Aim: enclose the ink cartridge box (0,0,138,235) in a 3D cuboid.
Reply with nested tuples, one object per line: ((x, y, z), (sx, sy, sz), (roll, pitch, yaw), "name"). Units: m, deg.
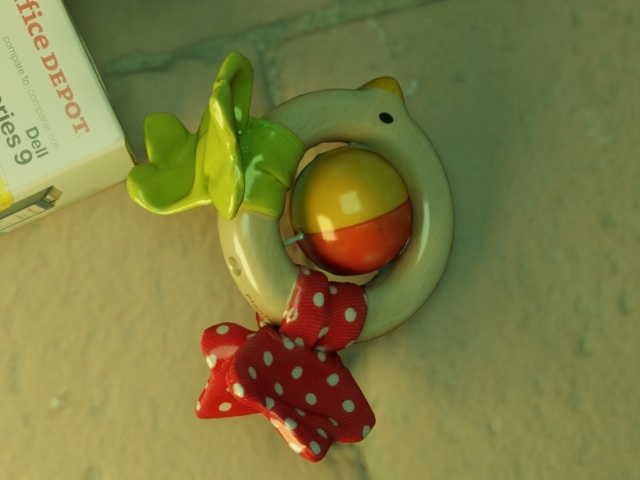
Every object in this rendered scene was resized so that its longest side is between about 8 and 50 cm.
((-0.245, -0.077, 0.962), (0.212, 0.093, 0.154), (-24, 82, -7), "ink cartridge box")

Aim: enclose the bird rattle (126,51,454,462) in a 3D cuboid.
((0.000, 0.000, 0.936), (0.207, 0.143, 0.253), (-25, 91, -24), "bird rattle")
